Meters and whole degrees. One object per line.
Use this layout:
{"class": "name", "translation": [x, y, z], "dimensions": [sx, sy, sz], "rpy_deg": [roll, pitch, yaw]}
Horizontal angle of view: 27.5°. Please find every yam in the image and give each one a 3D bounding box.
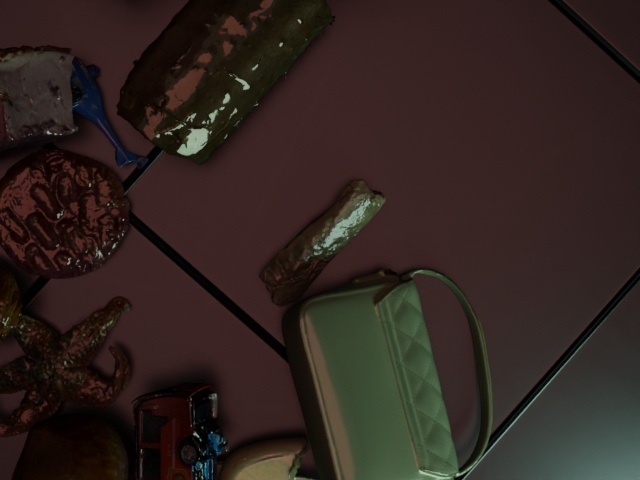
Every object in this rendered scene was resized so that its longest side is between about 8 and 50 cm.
{"class": "yam", "translation": [-0.108, -0.193, 1.397], "dimensions": [0.129, 0.128, 0.238], "rpy_deg": [36, 84, 31]}

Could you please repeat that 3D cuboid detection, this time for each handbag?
{"class": "handbag", "translation": [0.085, 0.157, 1.440], "dimensions": [0.219, 0.079, 0.256], "rpy_deg": [-12, 87, -19]}

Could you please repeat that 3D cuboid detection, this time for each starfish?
{"class": "starfish", "translation": [-0.294, 0.136, 1.448], "dimensions": [0.209, 0.053, 0.150], "rpy_deg": [-44, 100, -5]}

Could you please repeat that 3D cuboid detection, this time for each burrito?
{"class": "burrito", "translation": [0.001, 0.001, 1.447], "dimensions": [0.171, 0.042, 0.051], "rpy_deg": [-43, 123, 5]}

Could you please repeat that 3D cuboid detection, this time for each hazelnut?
{"class": "hazelnut", "translation": [-0.263, 0.264, 1.407], "dimensions": [0.143, 0.143, 0.154], "rpy_deg": [14, 81, -3]}

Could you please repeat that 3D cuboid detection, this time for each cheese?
{"class": "cheese", "translation": [-0.097, 0.272, 1.452], "dimensions": [0.235, 0.050, 0.127], "rpy_deg": [7, 93, 5]}

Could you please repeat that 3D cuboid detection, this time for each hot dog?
{"class": "hot dog", "translation": [-0.381, 0.062, 1.415], "dimensions": [0.147, 0.065, 0.099], "rpy_deg": [25, 90, 25]}

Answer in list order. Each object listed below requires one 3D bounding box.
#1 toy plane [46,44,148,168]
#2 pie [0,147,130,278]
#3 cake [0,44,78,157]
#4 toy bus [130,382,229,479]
{"class": "toy plane", "translation": [-0.249, -0.146, 1.434], "dimensions": [0.062, 0.054, 0.167], "rpy_deg": [-36, 93, -26]}
{"class": "pie", "translation": [-0.288, -0.030, 1.441], "dimensions": [0.154, 0.036, 0.154], "rpy_deg": [0, 92, -3]}
{"class": "cake", "translation": [-0.407, -0.131, 1.384], "dimensions": [0.295, 0.113, 0.116], "rpy_deg": [-13, 90, 18]}
{"class": "toy bus", "translation": [-0.154, 0.271, 1.404], "dimensions": [0.096, 0.073, 0.235], "rpy_deg": [-1, 92, 19]}
